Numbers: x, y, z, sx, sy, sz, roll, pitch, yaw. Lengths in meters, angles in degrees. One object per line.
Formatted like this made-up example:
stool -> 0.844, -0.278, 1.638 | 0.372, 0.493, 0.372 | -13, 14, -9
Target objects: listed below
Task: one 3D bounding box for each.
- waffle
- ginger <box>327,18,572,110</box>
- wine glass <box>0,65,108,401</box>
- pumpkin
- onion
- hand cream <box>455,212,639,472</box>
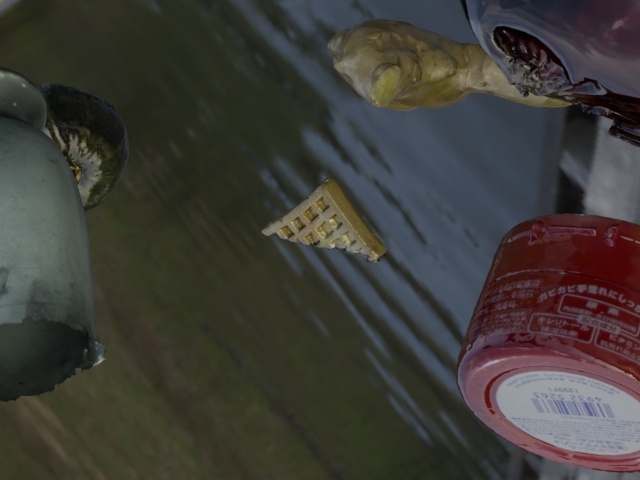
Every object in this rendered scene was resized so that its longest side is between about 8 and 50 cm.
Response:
waffle -> 0.000, 0.000, 1.465 | 0.097, 0.023, 0.152 | 55, 146, -2
ginger -> 0.100, -0.220, 1.787 | 0.363, 0.348, 0.122 | 19, 99, 47
wine glass -> -0.198, -0.007, 0.878 | 0.111, 0.111, 0.204 | 77, 173, -57
pumpkin -> -0.400, -0.135, 2.180 | 0.157, 0.223, 0.224 | -116, 3, -46
onion -> 0.230, -0.222, 1.041 | 0.273, 0.285, 0.273 | 31, -171, -5
hand cream -> 0.240, 0.095, 1.277 | 0.230, 0.149, 0.230 | 17, 148, 11
